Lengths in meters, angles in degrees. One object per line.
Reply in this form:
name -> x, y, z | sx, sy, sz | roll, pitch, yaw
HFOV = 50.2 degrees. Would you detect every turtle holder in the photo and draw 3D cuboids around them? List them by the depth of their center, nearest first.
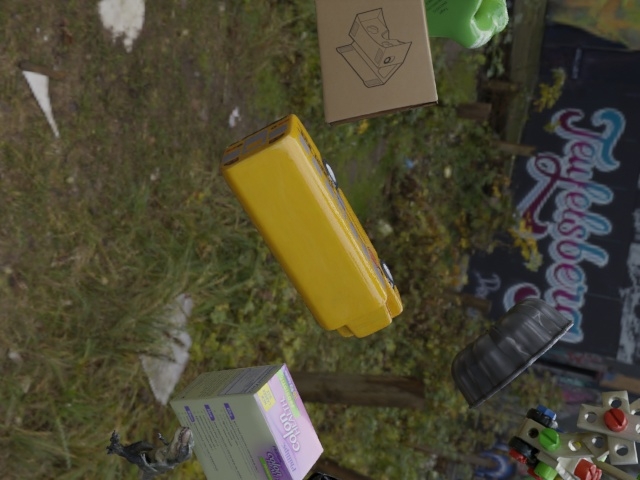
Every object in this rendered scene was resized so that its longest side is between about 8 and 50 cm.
turtle holder -> 0.191, -0.467, 1.121 | 0.243, 0.320, 0.227 | 113, 0, -56

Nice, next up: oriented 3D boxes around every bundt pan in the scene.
bundt pan -> 0.451, 0.260, 1.672 | 0.331, 0.124, 0.331 | -37, 166, -11

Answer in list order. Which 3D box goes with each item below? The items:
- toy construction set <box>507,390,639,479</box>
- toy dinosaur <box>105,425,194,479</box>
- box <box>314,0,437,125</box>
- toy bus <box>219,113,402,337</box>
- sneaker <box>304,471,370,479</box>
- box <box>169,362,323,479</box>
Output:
toy construction set -> 0.418, 0.350, 1.046 | 0.151, 0.215, 0.327 | -43, 133, -21
toy dinosaur -> -0.298, 0.361, 1.146 | 0.268, 0.118, 0.064 | -46, -159, 50
box -> 0.079, -0.279, 1.000 | 0.021, 0.164, 0.201 | 29, 54, -68
toy bus -> 0.000, 0.000, 0.915 | 0.332, 0.108, 0.130 | 59, 12, -25
sneaker -> -0.020, 0.364, 0.984 | 0.051, 0.170, 0.089 | -88, -160, -61
box -> -0.153, 0.383, 1.414 | 0.117, 0.243, 0.213 | -39, 110, -52
